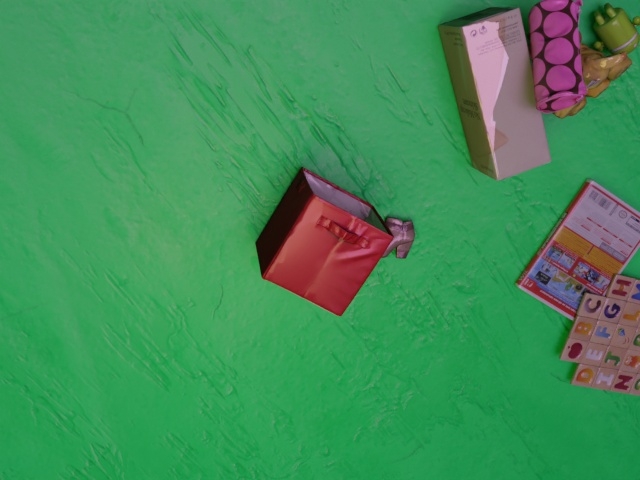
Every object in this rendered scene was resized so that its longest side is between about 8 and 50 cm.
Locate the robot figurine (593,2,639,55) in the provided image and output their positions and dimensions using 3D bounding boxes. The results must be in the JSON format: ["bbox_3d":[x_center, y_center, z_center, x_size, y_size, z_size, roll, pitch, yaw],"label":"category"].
[{"bbox_3d":[0.604,-0.427,1.556,0.101,0.067,0.115,-33,112,26],"label":"robot figurine"}]

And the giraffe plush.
[{"bbox_3d":[0.492,-0.363,1.518,0.181,0.210,0.170,-41,77,16],"label":"giraffe plush"}]

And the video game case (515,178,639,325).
[{"bbox_3d":[0.596,0.031,1.718,0.204,0.025,0.285,30,99,-18],"label":"video game case"}]

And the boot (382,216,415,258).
[{"bbox_3d":[0.141,-0.007,1.610,0.119,0.042,0.086,2,100,-13],"label":"boot"}]

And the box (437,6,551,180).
[{"bbox_3d":[0.344,-0.290,1.506,0.121,0.148,0.311,-20,108,-5],"label":"box"}]

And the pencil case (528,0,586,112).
[{"bbox_3d":[0.438,-0.342,1.404,0.098,0.095,0.209,-4,79,17],"label":"pencil case"}]

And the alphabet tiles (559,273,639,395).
[{"bbox_3d":[0.734,0.230,1.799,0.343,0.011,0.285,12,106,-19],"label":"alphabet tiles"}]

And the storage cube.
[{"bbox_3d":[0.000,0.000,1.492,0.184,0.215,0.193,27,106,-18],"label":"storage cube"}]
